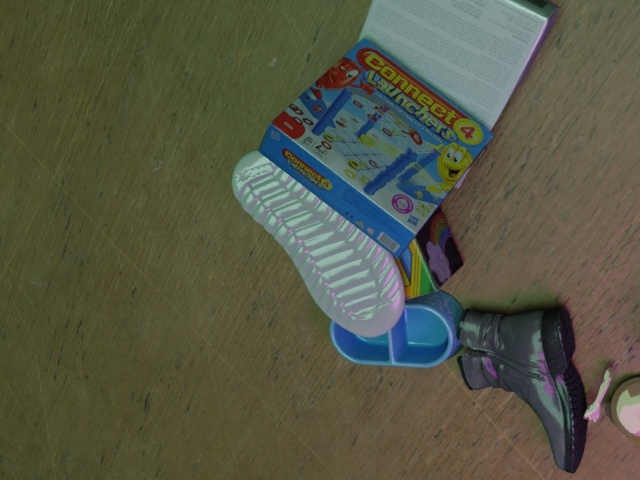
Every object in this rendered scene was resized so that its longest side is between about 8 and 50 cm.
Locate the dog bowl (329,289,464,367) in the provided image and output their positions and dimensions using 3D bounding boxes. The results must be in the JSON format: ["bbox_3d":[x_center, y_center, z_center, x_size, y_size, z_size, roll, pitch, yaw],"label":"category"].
[{"bbox_3d":[0.155,0.186,1.637,0.297,0.074,0.165,-1,105,23],"label":"dog bowl"}]

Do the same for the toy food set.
[{"bbox_3d":[0.616,0.325,1.496,0.192,0.038,0.132,23,94,11],"label":"toy food set"}]

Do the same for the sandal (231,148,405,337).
[{"bbox_3d":[0.012,-0.008,1.429,0.169,0.102,0.416,-35,101,17],"label":"sandal"}]

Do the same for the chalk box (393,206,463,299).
[{"bbox_3d":[0.125,-0.034,1.523,0.179,0.180,0.289,-21,95,30],"label":"chalk box"}]

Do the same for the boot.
[{"bbox_3d":[0.400,0.291,1.558,0.223,0.118,0.338,-6,96,32],"label":"boot"}]

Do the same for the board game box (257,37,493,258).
[{"bbox_3d":[0.104,-0.172,1.379,0.308,0.302,0.086,37,145,5],"label":"board game box"}]

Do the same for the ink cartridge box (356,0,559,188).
[{"bbox_3d":[0.220,-0.330,1.474,0.308,0.091,0.385,31,132,12],"label":"ink cartridge box"}]
